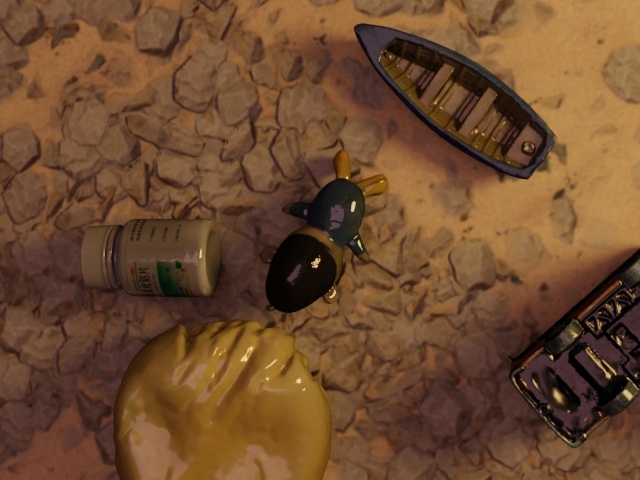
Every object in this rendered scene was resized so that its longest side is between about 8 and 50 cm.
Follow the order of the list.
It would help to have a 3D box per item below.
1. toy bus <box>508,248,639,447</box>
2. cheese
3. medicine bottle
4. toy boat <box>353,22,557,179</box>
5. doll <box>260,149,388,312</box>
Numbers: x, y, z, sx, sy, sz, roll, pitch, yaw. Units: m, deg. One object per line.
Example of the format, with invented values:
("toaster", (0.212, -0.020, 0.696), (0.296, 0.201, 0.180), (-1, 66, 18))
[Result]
("toy bus", (0.275, 0.093, 1.050), (0.201, 0.114, 0.098), (-42, 85, 1))
("cheese", (-0.095, 0.194, 1.113), (0.214, 0.117, 0.226), (-3, 95, 5))
("medicine bottle", (-0.173, 0.018, 1.135), (0.130, 0.080, 0.080), (0, 90, 8))
("toy boat", (0.128, -0.145, 1.107), (0.229, 0.046, 0.080), (35, 96, 8))
("doll", (0.000, 0.000, 1.113), (0.102, 0.089, 0.179), (33, 71, 7))
